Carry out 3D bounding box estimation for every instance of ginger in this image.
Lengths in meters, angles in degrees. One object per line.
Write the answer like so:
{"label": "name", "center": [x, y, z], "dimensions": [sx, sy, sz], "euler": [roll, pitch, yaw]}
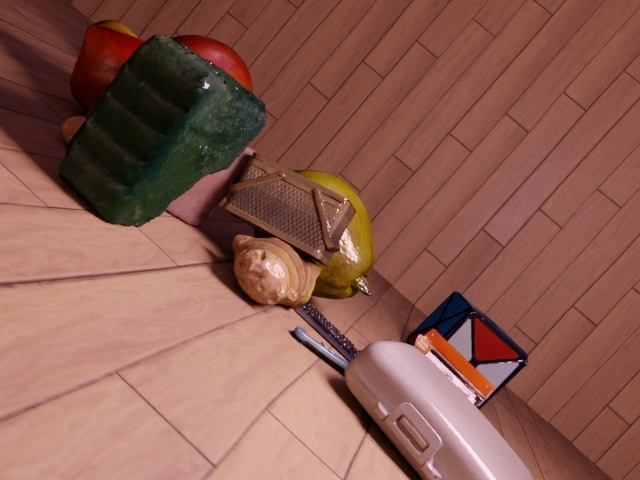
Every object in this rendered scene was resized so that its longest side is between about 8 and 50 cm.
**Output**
{"label": "ginger", "center": [-0.086, 0.071, 1.552], "dimensions": [0.190, 0.126, 0.354], "euler": [40, 2, 23]}

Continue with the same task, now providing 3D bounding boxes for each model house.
{"label": "model house", "center": [0.272, 0.296, 1.636], "dimensions": [0.294, 0.154, 0.207], "euler": [43, -22, 14]}

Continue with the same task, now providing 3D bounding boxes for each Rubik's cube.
{"label": "Rubik's cube", "center": [0.438, 0.335, 2.284], "dimensions": [0.250, 0.248, 0.246], "euler": [41, 7, -9]}

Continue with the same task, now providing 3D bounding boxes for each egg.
{"label": "egg", "center": [-0.459, -0.204, 1.442], "dimensions": [0.083, 0.071, 0.071], "euler": [28, 13, -51]}

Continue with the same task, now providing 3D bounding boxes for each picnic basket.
{"label": "picnic basket", "center": [-0.065, -0.066, 1.621], "dimensions": [0.267, 0.139, 0.165], "euler": [28, -4, 12]}

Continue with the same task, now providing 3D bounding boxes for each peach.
{"label": "peach", "center": [-0.422, -0.355, 1.800], "dimensions": [0.380, 0.242, 0.306], "euler": [27, -5, -31]}
{"label": "peach", "center": [-0.412, -0.477, 2.371], "dimensions": [0.388, 0.388, 0.388], "euler": [40, 6, -5]}

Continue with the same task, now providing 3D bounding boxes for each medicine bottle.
{"label": "medicine bottle", "center": [0.217, 0.342, 1.360], "dimensions": [0.375, 0.123, 0.282], "euler": [49, 15, 26]}

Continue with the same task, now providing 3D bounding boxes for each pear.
{"label": "pear", "center": [0.000, 0.000, 1.819], "dimensions": [0.375, 0.287, 0.287], "euler": [49, 9, 22]}

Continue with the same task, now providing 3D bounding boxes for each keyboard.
{"label": "keyboard", "center": [0.038, 0.221, 1.679], "dimensions": [0.230, 0.025, 0.094], "euler": [42, 9, 13]}

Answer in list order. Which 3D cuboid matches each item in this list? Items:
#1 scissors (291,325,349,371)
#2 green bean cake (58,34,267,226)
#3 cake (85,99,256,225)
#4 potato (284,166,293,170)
{"label": "scissors", "center": [0.096, 0.286, 1.530], "dimensions": [0.393, 0.032, 0.180], "euler": [39, 6, -18]}
{"label": "green bean cake", "center": [-0.271, -0.180, 1.311], "dimensions": [0.169, 0.307, 0.300], "euler": [40, 7, 12]}
{"label": "cake", "center": [-0.326, -0.211, 1.613], "dimensions": [0.309, 0.230, 0.237], "euler": [33, 8, -46]}
{"label": "potato", "center": [-0.133, -0.131, 2.321], "dimensions": [0.216, 0.216, 0.304], "euler": [43, 4, 23]}
